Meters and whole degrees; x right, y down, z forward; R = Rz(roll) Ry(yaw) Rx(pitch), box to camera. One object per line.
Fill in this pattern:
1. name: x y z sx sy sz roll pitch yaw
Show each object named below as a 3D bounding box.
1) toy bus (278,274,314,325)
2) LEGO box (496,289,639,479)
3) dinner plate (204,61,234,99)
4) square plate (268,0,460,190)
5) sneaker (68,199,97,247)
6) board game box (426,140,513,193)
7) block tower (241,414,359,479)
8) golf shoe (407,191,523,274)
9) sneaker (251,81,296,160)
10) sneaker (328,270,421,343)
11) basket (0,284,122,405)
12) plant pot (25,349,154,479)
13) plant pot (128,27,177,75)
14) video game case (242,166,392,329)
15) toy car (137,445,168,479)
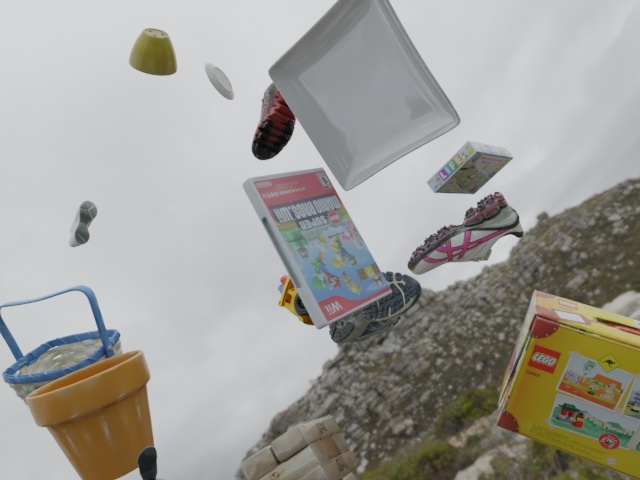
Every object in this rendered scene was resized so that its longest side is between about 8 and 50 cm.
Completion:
1. toy bus: -0.047 0.138 1.664 0.150 0.212 0.220 10 -80 -52
2. LEGO box: 0.785 0.402 1.399 0.193 0.501 0.372 -35 -41 -63
3. dinner plate: -0.327 -0.527 1.685 0.017 0.141 0.141 -28 -15 19
4. square plate: 0.084 -0.322 1.115 0.347 0.344 0.049 -28 9 44
5. sneaker: -0.672 -0.047 1.433 0.061 0.152 0.054 -25 -43 31
6. board game box: 0.271 -0.127 0.920 0.154 0.026 0.103 -4 -35 -48
7. block tower: 0.050 0.306 0.382 0.091 0.335 0.097 -37 -22 8
8. golf shoe: 0.221 0.009 0.794 0.186 0.086 0.067 -36 5 25
9. sneaker: -0.121 -0.351 1.429 0.098 0.135 0.275 24 -89 -28
10. sneaker: 0.145 0.163 1.230 0.122 0.110 0.283 14 -37 -36
11. basket: -0.595 0.257 1.189 0.255 0.288 0.201 -14 11 13
12. plant pot: -0.398 0.329 0.942 0.205 0.187 0.205 -20 1 0
13. plant pot: -0.467 -0.538 1.440 0.134 0.134 0.095 -23 -37 -42
14. video game case: 0.000 0.000 0.929 0.204 0.285 0.025 -17 -15 -48
15. toy car: -0.213 0.379 0.698 0.149 0.188 0.155 -12 25 30
